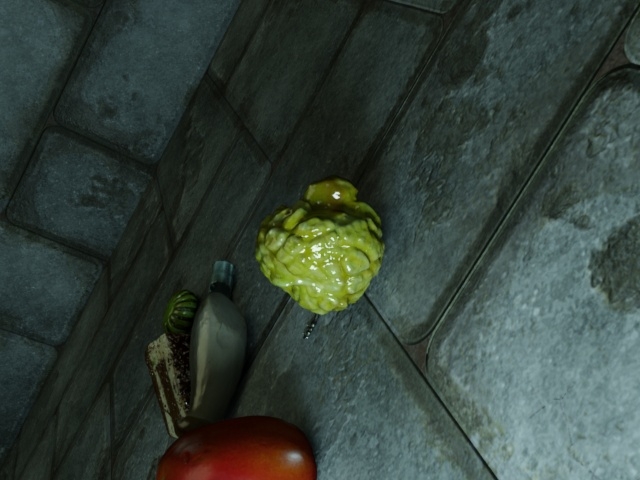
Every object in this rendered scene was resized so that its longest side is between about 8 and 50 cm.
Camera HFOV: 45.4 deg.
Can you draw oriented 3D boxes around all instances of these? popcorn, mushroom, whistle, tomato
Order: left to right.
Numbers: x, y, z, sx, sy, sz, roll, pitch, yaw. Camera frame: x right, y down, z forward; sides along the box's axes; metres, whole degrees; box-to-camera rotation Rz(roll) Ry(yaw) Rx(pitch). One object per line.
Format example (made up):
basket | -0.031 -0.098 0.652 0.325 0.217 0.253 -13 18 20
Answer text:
mushroom | -0.231 0.271 1.652 0.128 0.128 0.350 -32 42 52
whistle | -0.258 0.187 1.867 0.062 0.062 0.312 -41 33 43
tomato | -0.148 0.410 1.217 0.298 0.226 0.298 -41 35 38
popcorn | 0.000 0.000 1.341 0.237 0.206 0.251 -50 18 35

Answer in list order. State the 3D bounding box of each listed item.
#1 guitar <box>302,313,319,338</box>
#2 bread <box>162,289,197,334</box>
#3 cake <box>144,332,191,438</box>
guitar | 0.007 0.077 1.465 0.088 0.025 0.233 -8 60 61
bread | -0.394 0.203 2.128 0.130 0.071 0.139 23 89 62
cake | -0.366 0.343 1.850 0.112 0.135 0.246 -38 36 45
